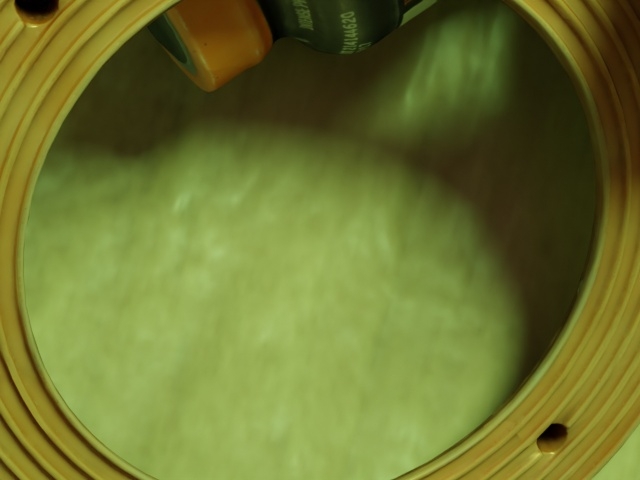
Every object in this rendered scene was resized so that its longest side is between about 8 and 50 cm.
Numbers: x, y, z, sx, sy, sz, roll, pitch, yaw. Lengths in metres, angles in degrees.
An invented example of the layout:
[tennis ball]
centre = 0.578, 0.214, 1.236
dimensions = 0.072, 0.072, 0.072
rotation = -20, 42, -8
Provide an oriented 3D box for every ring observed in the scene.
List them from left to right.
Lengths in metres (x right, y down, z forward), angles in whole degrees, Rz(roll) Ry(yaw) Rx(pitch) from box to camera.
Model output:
[ring]
centre = 0.000, 0.000, 0.507
dimensions = 0.336, 0.032, 0.337
rotation = -7, 115, -16

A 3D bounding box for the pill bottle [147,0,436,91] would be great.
[pill bottle]
centre = 0.029, -0.161, 0.541
dimensions = 0.245, 0.130, 0.130
rotation = -36, 89, -8
